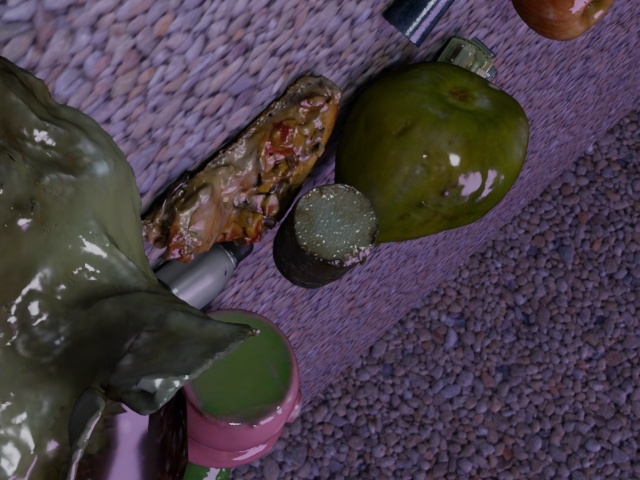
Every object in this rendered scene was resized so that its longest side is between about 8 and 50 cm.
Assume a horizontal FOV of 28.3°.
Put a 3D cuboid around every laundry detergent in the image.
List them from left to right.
[{"bbox_3d":[-0.173,0.060,1.545,0.226,0.070,0.099,-39,160,-25],"label":"laundry detergent"}]

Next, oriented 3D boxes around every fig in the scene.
[{"bbox_3d":[0.119,-0.071,1.608,0.233,0.233,0.314,-17,134,-64],"label":"fig"}]

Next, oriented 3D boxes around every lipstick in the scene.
[{"bbox_3d":[0.167,-0.322,1.424,0.234,0.053,0.053,-49,167,11],"label":"lipstick"}]

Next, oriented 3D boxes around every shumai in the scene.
[{"bbox_3d":[-0.237,0.094,0.843,0.395,0.348,0.395,-41,171,-8],"label":"shumai"}]

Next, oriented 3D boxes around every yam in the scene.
[{"bbox_3d":[0.000,0.000,1.563,0.107,0.107,0.194,-40,178,-17],"label":"yam"}]

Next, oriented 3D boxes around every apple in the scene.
[{"bbox_3d":[0.319,-0.338,1.666,0.146,0.131,0.146,-36,163,-13],"label":"apple"}]

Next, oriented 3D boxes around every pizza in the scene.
[{"bbox_3d":[-0.070,-0.079,1.422,0.251,0.074,0.288,-53,167,25],"label":"pizza"}]

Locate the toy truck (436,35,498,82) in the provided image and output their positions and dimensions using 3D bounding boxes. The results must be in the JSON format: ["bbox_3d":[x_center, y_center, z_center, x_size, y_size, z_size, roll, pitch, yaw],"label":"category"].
[{"bbox_3d":[0.163,-0.204,1.730,0.169,0.077,0.100,-46,170,15],"label":"toy truck"}]

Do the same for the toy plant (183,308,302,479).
[{"bbox_3d":[-0.157,0.253,1.827,0.356,0.211,0.317,135,-34,-60],"label":"toy plant"}]
